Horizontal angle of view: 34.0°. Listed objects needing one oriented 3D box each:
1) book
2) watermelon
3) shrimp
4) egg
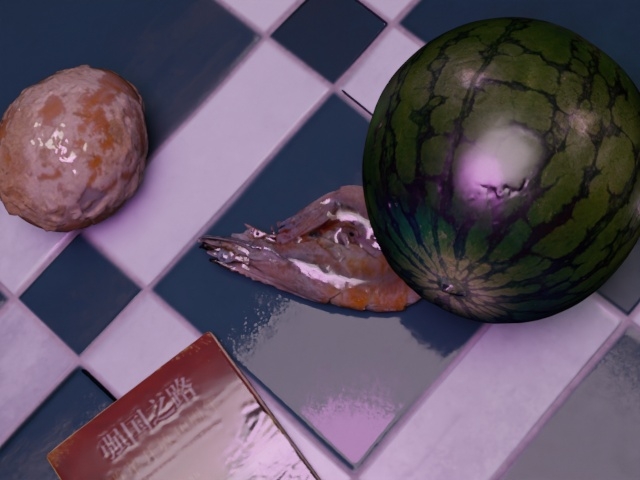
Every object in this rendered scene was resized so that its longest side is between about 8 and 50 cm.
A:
[{"bbox_3d":[-0.133,0.333,1.283,0.262,0.028,0.374,-38,73,-4],"label":"book"},{"bbox_3d":[0.211,-0.080,1.208,0.363,0.363,0.363,-2,73,7],"label":"watermelon"},{"bbox_3d":[0.000,0.000,1.352,0.317,0.062,0.164,9,70,5],"label":"shrimp"},{"bbox_3d":[-0.322,-0.120,1.361,0.195,0.195,0.233,22,65,13],"label":"egg"}]
